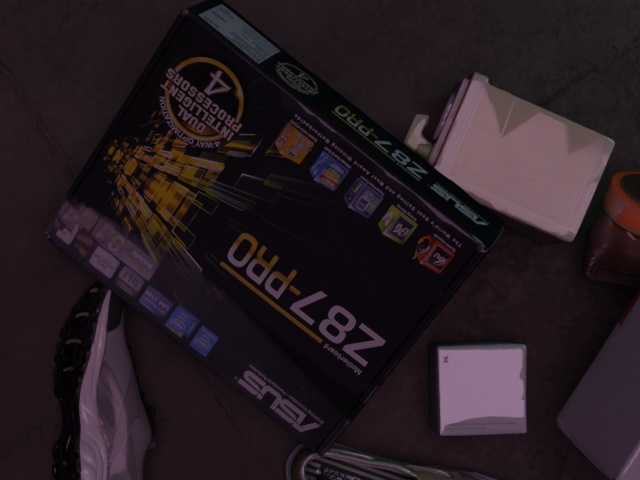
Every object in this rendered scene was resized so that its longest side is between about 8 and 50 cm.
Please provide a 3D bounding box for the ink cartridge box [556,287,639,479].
[{"bbox_3d":[0.494,0.184,1.710,0.385,0.160,0.279,27,98,-22],"label":"ink cartridge box"}]

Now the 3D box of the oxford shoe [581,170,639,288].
[{"bbox_3d":[0.469,0.030,1.827,0.364,0.130,0.132,17,120,-10],"label":"oxford shoe"}]

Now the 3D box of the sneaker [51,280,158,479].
[{"bbox_3d":[-0.233,0.176,1.780,0.108,0.100,0.271,4,85,-28],"label":"sneaker"}]

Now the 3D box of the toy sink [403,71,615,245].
[{"bbox_3d":[0.182,-0.100,1.776,0.234,0.153,0.131,23,87,-2],"label":"toy sink"}]

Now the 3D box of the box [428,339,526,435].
[{"bbox_3d":[0.174,0.163,1.800,0.101,0.087,0.102,-1,88,-4],"label":"box"}]

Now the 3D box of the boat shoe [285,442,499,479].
[{"bbox_3d":[0.106,0.298,1.788,0.302,0.094,0.109,15,88,-3],"label":"boat shoe"}]

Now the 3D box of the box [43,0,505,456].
[{"bbox_3d":[-0.055,-0.013,1.704,0.395,0.097,0.318,39,118,4],"label":"box"}]
